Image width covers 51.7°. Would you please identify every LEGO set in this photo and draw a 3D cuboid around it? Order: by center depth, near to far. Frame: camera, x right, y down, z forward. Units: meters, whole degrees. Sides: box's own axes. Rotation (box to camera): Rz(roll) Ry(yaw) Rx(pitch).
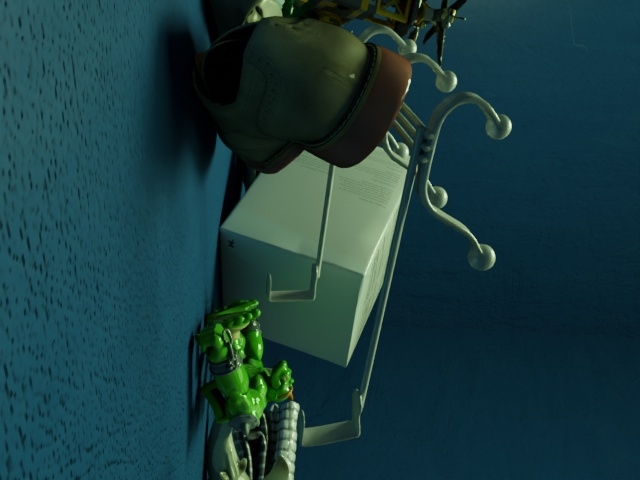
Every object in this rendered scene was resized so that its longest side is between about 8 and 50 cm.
[{"bbox_3d":[0.087,-0.342,0.749,0.255,0.192,0.331,173,-73,-69],"label":"LEGO set"}]

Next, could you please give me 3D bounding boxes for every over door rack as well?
[{"bbox_3d":[0.052,-0.010,0.615,0.239,0.108,0.324,-111,-143,-59],"label":"over door rack"}]

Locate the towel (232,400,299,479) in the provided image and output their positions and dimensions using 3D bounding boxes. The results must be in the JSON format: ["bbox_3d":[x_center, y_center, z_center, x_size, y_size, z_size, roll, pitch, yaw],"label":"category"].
[{"bbox_3d":[-0.112,0.426,1.153,0.283,0.121,0.235,102,-8,-61],"label":"towel"}]

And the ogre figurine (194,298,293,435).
[{"bbox_3d":[-0.087,0.132,0.719,0.197,0.097,0.118,177,-102,-72],"label":"ogre figurine"}]

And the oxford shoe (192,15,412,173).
[{"bbox_3d":[-0.052,-0.140,0.591,0.123,0.130,0.348,-67,-158,-6],"label":"oxford shoe"}]

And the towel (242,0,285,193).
[{"bbox_3d":[-0.091,-0.269,1.145,0.320,0.090,0.374,-96,-171,-54],"label":"towel"}]

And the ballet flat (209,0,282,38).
[{"bbox_3d":[-0.071,-0.215,0.675,0.072,0.068,0.213,-62,179,-7],"label":"ballet flat"}]

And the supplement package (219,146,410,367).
[{"bbox_3d":[0.000,0.000,0.968,0.198,0.199,0.262,97,16,-44],"label":"supplement package"}]

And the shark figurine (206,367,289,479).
[{"bbox_3d":[-0.113,0.284,0.852,0.116,0.166,0.278,0,-74,62],"label":"shark figurine"}]
